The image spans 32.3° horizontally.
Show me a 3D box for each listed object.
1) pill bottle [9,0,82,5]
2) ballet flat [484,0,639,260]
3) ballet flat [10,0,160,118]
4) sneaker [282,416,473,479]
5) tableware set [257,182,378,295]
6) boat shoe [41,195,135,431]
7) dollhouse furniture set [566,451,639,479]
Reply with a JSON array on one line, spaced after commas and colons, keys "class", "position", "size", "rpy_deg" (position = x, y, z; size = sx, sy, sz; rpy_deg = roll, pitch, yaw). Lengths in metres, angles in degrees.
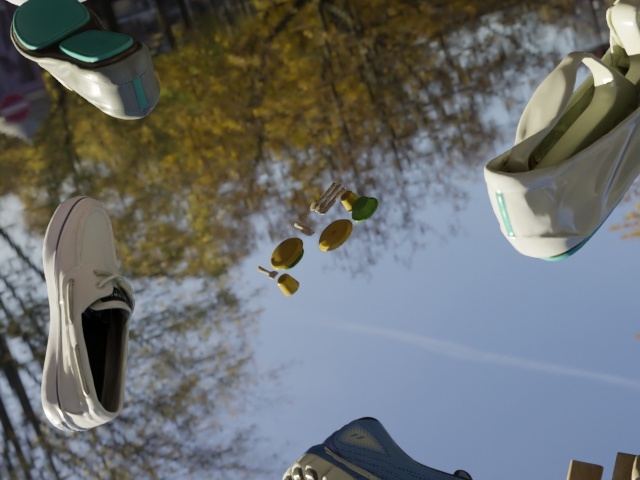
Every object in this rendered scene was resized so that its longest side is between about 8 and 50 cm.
[{"class": "pill bottle", "position": [-0.290, -0.393, 1.039], "size": [0.181, 0.323, 0.181], "rpy_deg": [-29, 170, -6]}, {"class": "ballet flat", "position": [0.303, -0.158, 1.081], "size": [0.400, 0.139, 0.139], "rpy_deg": [-49, -160, -13]}, {"class": "ballet flat", "position": [-0.195, -0.146, 0.902], "size": [0.072, 0.068, 0.213], "rpy_deg": [-32, -144, -19]}, {"class": "sneaker", "position": [0.125, 0.284, 0.997], "size": [0.147, 0.330, 0.130], "rpy_deg": [-42, 176, -43]}, {"class": "tableware set", "position": [0.000, 0.000, 1.306], "size": [0.154, 0.024, 0.104], "rpy_deg": [-49, -147, -10]}, {"class": "boat shoe", "position": [-0.248, 0.072, 1.212], "size": [0.088, 0.268, 0.096], "rpy_deg": [-15, 152, 33]}, {"class": "dollhouse furniture set", "position": [0.236, 0.391, 1.460], "size": [0.355, 0.174, 0.303], "rpy_deg": [7, -114, 28]}]
